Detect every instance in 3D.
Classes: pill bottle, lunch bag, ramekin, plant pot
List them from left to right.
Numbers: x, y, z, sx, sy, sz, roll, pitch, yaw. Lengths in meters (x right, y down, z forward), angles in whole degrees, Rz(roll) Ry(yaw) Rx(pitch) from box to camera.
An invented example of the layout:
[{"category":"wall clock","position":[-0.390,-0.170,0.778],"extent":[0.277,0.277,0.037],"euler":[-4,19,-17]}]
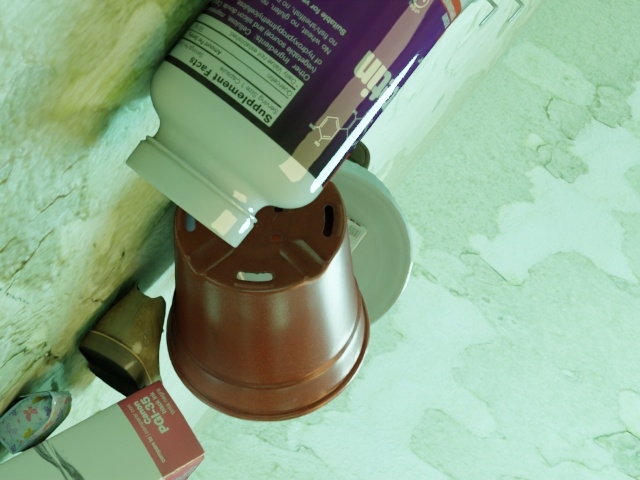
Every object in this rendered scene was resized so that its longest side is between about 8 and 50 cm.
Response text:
[{"category":"lunch bag","position":[-0.333,0.205,1.441],"extent":[0.083,0.053,0.071],"euler":[-42,172,2]},{"category":"plant pot","position":[-0.068,0.044,1.525],"extent":[0.272,0.272,0.265],"euler":[-49,159,-27]},{"category":"pill bottle","position":[-0.024,-0.157,1.091],"extent":[0.323,0.181,0.181],"euler":[-52,173,-1]},{"category":"ramekin","position":[0.000,0.000,1.803],"extent":[0.273,0.273,0.127],"euler":[-55,-174,19]}]

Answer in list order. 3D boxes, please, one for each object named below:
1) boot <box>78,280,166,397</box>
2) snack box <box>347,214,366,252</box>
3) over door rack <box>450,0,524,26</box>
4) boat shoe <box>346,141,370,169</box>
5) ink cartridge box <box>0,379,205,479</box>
[{"category":"boot","position":[-0.235,0.145,1.613],"extent":[0.115,0.112,0.305],"euler":[-61,175,-20]},{"category":"snack box","position":[-0.027,-0.038,1.710],"extent":[0.064,0.178,0.022],"euler":[-55,-173,20]},{"category":"over door rack","position":[0.089,-0.247,1.590],"extent":[0.324,0.108,0.239],"euler":[-33,-179,22]},{"category":"boat shoe","position":[-0.025,-0.072,2.006],"extent":[0.257,0.095,0.095],"euler":[-43,-176,-25]},{"category":"ink cartridge box","position":[-0.304,0.308,1.494],"extent":[0.283,0.117,0.207],"euler":[-26,166,-30]}]
